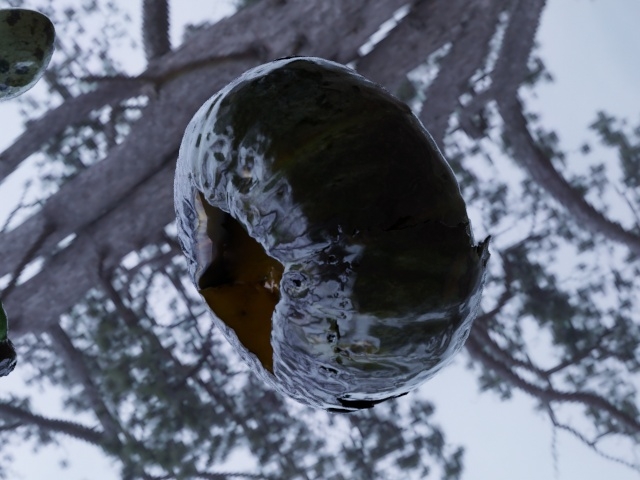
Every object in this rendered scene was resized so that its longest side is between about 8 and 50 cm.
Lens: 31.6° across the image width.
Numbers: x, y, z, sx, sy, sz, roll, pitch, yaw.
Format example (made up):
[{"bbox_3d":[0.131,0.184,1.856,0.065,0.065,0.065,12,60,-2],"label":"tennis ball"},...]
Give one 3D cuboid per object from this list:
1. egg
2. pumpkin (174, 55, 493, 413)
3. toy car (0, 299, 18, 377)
[{"bbox_3d":[-0.512,-0.305,1.839,0.141,0.182,0.141,55,180,0],"label":"egg"},{"bbox_3d":[0.000,0.000,0.979,0.192,0.320,0.320,-27,-95,-26],"label":"pumpkin"},{"bbox_3d":[-0.621,0.184,1.725,0.176,0.358,0.213,-2,-129,-52],"label":"toy car"}]
